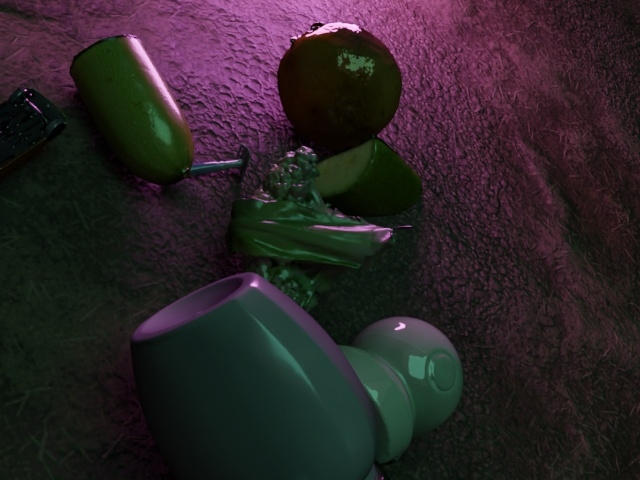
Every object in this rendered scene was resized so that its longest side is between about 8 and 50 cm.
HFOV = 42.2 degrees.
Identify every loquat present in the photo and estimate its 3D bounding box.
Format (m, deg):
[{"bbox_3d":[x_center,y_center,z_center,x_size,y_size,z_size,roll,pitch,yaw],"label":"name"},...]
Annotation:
[{"bbox_3d":[0.034,-0.279,1.503,0.238,0.238,0.193,42,43,-1],"label":"loquat"}]

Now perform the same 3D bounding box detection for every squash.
[{"bbox_3d":[-0.284,-0.189,1.300,0.133,0.132,0.247,-18,72,-39],"label":"squash"},{"bbox_3d":[0.087,-0.087,1.546,0.252,0.169,0.093,30,41,-60],"label":"squash"}]

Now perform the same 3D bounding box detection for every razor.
[{"bbox_3d":[-0.186,-0.119,1.375,0.135,0.068,0.040,-12,64,-25],"label":"razor"}]

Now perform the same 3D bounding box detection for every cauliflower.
[{"bbox_3d":[0.000,0.000,1.267,0.315,0.239,0.256,6,44,25],"label":"cauliflower"}]

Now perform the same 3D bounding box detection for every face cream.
[{"bbox_3d":[-0.072,0.231,1.029,0.219,0.312,0.357,-38,104,-44],"label":"face cream"}]

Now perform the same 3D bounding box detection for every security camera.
[{"bbox_3d":[0.102,0.210,1.237,0.236,0.194,0.194,-29,78,-42],"label":"security camera"}]

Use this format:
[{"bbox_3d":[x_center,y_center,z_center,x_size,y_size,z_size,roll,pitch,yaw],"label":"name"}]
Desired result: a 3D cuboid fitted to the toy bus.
[{"bbox_3d":[-0.457,-0.136,1.180,0.083,0.088,0.194,43,49,-1],"label":"toy bus"}]
